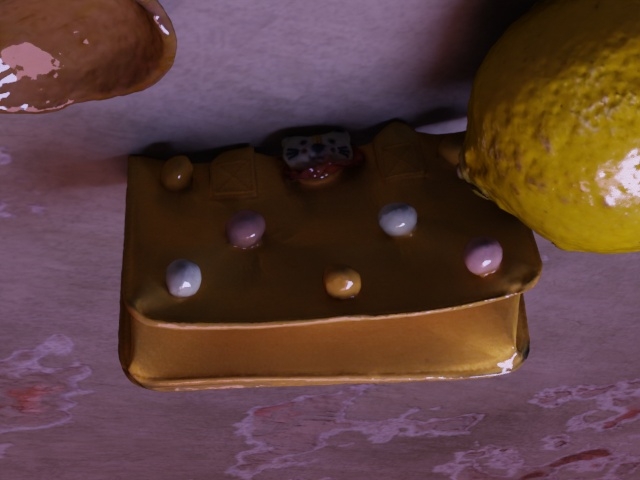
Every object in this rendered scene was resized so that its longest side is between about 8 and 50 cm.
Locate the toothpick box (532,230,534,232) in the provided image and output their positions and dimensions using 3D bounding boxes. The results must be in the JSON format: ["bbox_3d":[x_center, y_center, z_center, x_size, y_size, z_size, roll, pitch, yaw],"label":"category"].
[{"bbox_3d":[0.246,-0.083,1.590,0.101,0.101,0.153,-8,153,-1],"label":"toothpick box"}]

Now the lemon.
[{"bbox_3d":[0.266,-0.113,1.376,0.310,0.253,0.253,-20,151,14],"label":"lemon"}]

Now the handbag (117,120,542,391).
[{"bbox_3d":[0.000,0.000,1.490,0.401,0.283,0.133,-4,130,0],"label":"handbag"}]

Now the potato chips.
[{"bbox_3d":[-0.226,-0.180,1.305,0.195,0.062,0.208,10,149,-23],"label":"potato chips"}]
